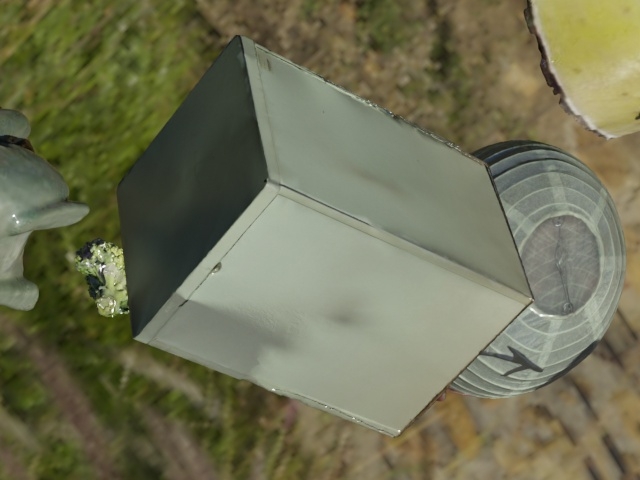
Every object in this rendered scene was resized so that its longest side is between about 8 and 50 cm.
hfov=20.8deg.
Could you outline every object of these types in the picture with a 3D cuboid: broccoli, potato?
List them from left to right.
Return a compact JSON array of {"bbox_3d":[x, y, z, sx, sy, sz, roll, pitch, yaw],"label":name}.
[{"bbox_3d":[-0.224,0.048,1.923,0.092,0.095,0.097,-64,152,-64],"label":"broccoli"},{"bbox_3d":[0.166,-0.152,0.788,0.182,0.117,0.202,-4,88,-57],"label":"potato"}]

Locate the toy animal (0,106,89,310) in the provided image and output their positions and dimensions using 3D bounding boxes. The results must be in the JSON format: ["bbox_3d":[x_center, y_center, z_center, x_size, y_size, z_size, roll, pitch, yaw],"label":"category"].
[{"bbox_3d":[-0.248,-0.065,1.100,0.236,0.108,0.138,51,25,20],"label":"toy animal"}]

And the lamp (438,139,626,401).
[{"bbox_3d":[0.180,0.033,1.723,0.233,0.233,0.265,14,78,-43],"label":"lamp"}]

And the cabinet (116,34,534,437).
[{"bbox_3d":[0.000,0.000,1.105,0.206,0.145,0.150,24,33,-30],"label":"cabinet"}]
